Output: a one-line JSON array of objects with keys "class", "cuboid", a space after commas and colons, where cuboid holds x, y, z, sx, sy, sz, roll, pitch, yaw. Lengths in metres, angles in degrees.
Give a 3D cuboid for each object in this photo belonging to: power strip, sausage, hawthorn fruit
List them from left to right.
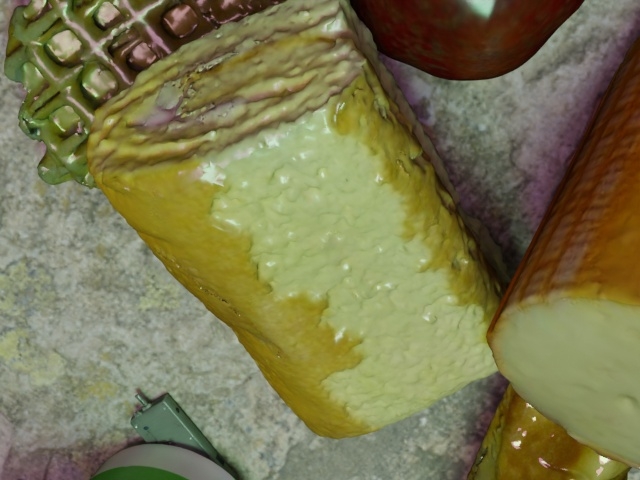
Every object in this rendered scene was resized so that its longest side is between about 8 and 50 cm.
[{"class": "power strip", "cuboid": [-0.139, 0.203, 1.246, 0.051, 0.019, 0.136, -34, 102, 21]}, {"class": "hawthorn fruit", "cuboid": [0.118, -0.215, 0.927, 0.208, 0.248, 0.208, -2, 104, -8]}, {"class": "sausage", "cuboid": [0.285, 0.004, 0.933, 0.233, 0.287, 0.233, 25, 154, 13]}]

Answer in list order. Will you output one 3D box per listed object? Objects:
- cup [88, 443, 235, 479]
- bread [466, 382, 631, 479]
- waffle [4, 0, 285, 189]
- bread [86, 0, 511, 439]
[{"class": "cup", "cuboid": [-0.183, 0.342, 1.158, 0.253, 0.274, 0.253, 7, 117, 14]}, {"class": "bread", "cuboid": [0.211, 0.200, 1.122, 0.132, 0.167, 0.294, 31, 115, 21]}, {"class": "waffle", "cuboid": [-0.115, -0.151, 1.079, 0.317, 0.073, 0.297, 10, 113, 0]}, {"class": "bread", "cuboid": [0.000, 0.000, 1.015, 0.237, 0.165, 0.375, -25, 134, 14]}]
